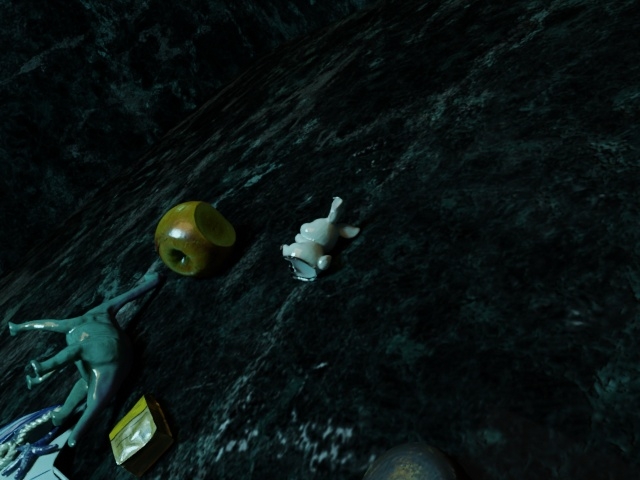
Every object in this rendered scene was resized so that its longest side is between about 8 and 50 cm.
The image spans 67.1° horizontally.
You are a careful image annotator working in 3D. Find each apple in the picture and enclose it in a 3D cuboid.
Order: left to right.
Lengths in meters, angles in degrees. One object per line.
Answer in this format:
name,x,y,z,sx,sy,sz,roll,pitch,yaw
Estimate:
apple,-0.259,-0.009,1.007,0.163,0.146,0.147,-15,31,38

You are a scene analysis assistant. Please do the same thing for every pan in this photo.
pan,0.099,0.232,0.362,0.115,0.040,0.212,-51,31,-15

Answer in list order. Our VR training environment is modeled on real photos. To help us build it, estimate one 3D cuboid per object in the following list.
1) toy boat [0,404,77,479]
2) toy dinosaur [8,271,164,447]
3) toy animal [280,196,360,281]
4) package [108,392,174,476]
toy boat,-0.460,0.358,0.778,0.292,0.070,0.210,-13,36,24
toy dinosaur,-0.373,0.187,0.922,0.331,0.129,0.383,-21,37,-39
toy animal,-0.005,0.000,0.784,0.085,0.071,0.124,-7,41,44
package,-0.264,0.270,0.700,0.071,0.047,0.131,-46,31,-9
